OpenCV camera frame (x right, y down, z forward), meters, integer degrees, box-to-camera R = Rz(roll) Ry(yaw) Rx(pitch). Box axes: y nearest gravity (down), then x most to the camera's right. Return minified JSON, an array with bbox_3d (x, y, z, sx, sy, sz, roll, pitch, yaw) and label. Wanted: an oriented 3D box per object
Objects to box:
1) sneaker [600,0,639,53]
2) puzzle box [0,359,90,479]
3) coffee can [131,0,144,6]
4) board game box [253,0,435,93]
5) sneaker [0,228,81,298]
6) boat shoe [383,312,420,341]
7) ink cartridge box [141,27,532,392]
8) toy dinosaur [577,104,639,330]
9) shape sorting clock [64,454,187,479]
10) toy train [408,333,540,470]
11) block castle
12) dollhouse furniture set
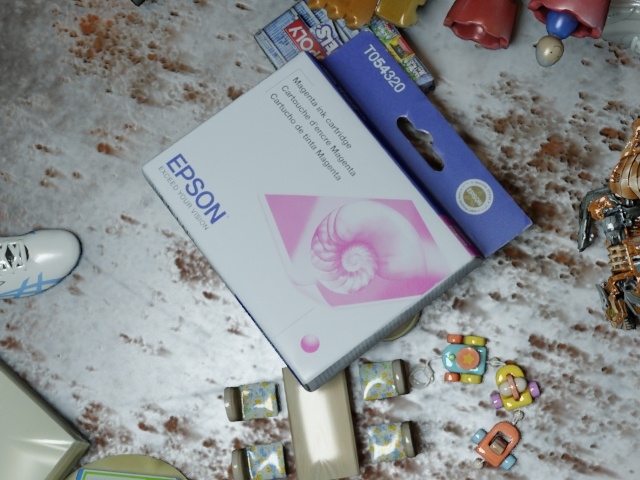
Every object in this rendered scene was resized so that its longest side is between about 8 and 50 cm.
[{"bbox_3d":[0.433,-0.223,1.627,0.262,0.099,0.121,10,89,9],"label":"sneaker"},{"bbox_3d":[-0.506,0.321,1.675,0.272,0.052,0.409,39,89,20],"label":"puzzle box"},{"bbox_3d":[-0.194,-0.454,1.676,0.275,0.201,0.201,-43,80,0],"label":"coffee can"},{"bbox_3d":[0.007,-0.211,1.694,0.194,0.060,0.194,-37,81,1],"label":"board game box"},{"bbox_3d":[-0.416,0.032,1.699,0.237,0.086,0.085,-11,81,-5],"label":"sneaker"},{"bbox_3d":[0.000,0.000,1.650,0.109,0.098,0.302,-41,80,1],"label":"boat shoe"},{"bbox_3d":[0.019,-0.051,1.573,0.330,0.071,0.324,-37,75,-6],"label":"ink cartridge box"},{"bbox_3d":[0.408,-0.052,1.580,0.218,0.164,0.322,9,115,25],"label":"toy dinosaur"},{"bbox_3d":[-0.241,0.349,1.634,0.206,0.040,0.206,-6,50,7],"label":"shape sorting clock"},{"bbox_3d":[0.189,0.189,1.631,0.125,0.046,0.166,-45,81,0],"label":"toy train"},{"bbox_3d":[0.082,-0.355,1.505,0.453,0.303,0.213,24,86,-20],"label":"block castle"},{"bbox_3d":[0.004,0.262,1.587,0.212,0.161,0.242,-9,82,6],"label":"dollhouse furniture set"}]
